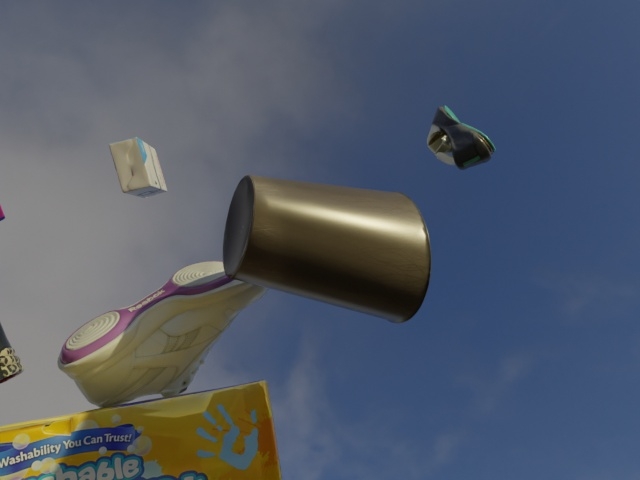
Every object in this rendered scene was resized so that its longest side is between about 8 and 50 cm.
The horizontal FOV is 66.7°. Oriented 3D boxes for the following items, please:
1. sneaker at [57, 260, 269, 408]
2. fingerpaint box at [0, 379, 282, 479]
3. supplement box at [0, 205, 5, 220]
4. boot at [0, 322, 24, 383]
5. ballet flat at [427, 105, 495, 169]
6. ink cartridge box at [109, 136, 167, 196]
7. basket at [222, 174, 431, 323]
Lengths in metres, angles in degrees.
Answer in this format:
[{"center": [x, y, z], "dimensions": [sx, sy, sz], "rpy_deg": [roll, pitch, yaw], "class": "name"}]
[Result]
[{"center": [-0.200, 0.132, 0.705], "dimensions": [0.305, 0.114, 0.152], "rpy_deg": [-28, -62, -20], "class": "sneaker"}, {"center": [-0.247, 0.345, 0.410], "dimensions": [0.445, 0.371, 0.163], "rpy_deg": [-4, -19, -23], "class": "fingerpaint box"}, {"center": [-0.607, -0.100, 0.769], "dimensions": [0.114, 0.111, 0.220], "rpy_deg": [39, -36, 9], "class": "supplement box"}, {"center": [-0.434, 0.094, 0.551], "dimensions": [0.085, 0.236, 0.178], "rpy_deg": [-26, -93, -10], "class": "boot"}, {"center": [0.206, -0.162, 0.771], "dimensions": [0.074, 0.203, 0.074], "rpy_deg": [-2, -62, -4], "class": "ballet flat"}, {"center": [-0.386, -0.152, 1.054], "dimensions": [0.060, 0.180, 0.104], "rpy_deg": [-16, -87, -4], "class": "ink cartridge box"}, {"center": [0.000, 0.000, 0.632], "dimensions": [0.227, 0.204, 0.154], "rpy_deg": [11, -47, -24], "class": "basket"}]
